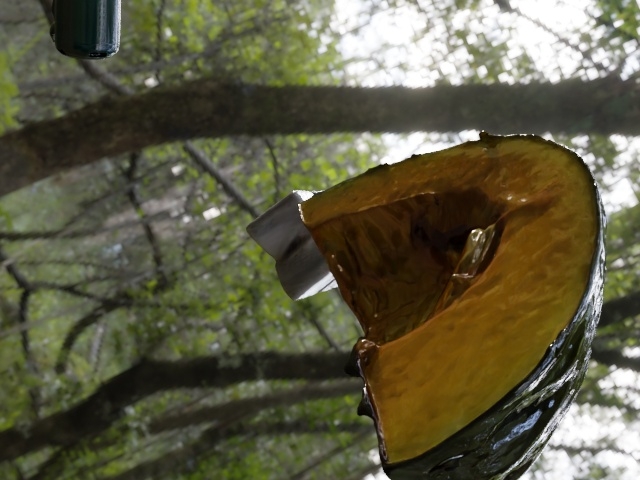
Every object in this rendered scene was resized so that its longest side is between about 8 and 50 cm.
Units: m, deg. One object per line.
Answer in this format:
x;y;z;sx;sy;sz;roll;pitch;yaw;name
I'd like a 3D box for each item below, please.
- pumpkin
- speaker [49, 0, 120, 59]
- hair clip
0.102;0.038;0.647;0.148;0.169;0.312;51;8;-29;pumpkin
-0.231;-0.212;1.033;0.094;0.060;0.075;14;-72;32;speaker
0.004;-0.003;1.145;0.101;0.085;0.331;57;7;4;hair clip
